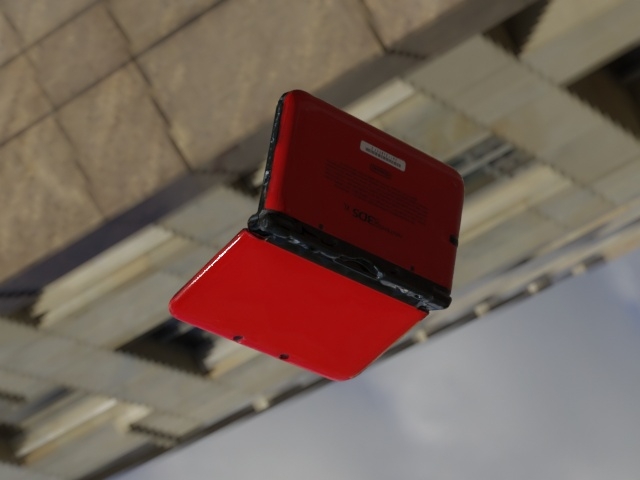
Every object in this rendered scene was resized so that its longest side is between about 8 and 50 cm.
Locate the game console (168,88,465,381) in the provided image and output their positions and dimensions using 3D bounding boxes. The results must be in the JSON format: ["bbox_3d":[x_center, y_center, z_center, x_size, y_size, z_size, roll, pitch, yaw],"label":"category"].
[{"bbox_3d":[0.000,0.000,1.056,0.144,0.085,0.124,24,-114,-37],"label":"game console"}]
